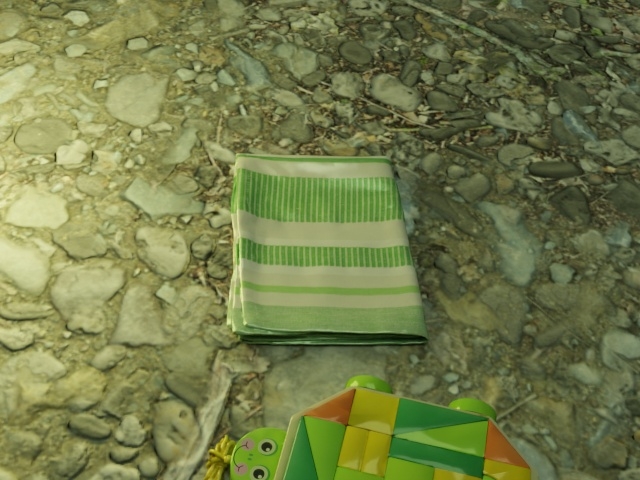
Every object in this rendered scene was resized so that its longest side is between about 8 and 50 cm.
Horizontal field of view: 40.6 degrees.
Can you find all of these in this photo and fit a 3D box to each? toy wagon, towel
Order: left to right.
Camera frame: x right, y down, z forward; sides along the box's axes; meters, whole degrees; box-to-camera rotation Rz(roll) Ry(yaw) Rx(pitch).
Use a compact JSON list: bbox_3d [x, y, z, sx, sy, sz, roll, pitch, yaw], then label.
[{"bbox_3d":[0.000,0.000,1.153,0.247,0.038,0.325,1,47,-6],"label":"towel"},{"bbox_3d":[0.046,0.260,0.889,0.344,0.068,0.267,12,46,6],"label":"toy wagon"}]
